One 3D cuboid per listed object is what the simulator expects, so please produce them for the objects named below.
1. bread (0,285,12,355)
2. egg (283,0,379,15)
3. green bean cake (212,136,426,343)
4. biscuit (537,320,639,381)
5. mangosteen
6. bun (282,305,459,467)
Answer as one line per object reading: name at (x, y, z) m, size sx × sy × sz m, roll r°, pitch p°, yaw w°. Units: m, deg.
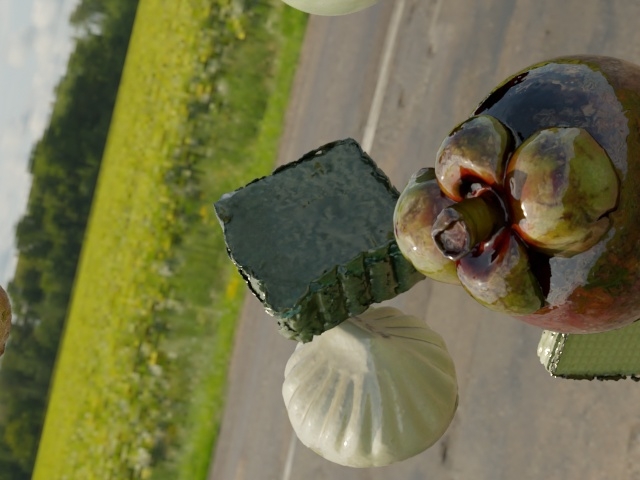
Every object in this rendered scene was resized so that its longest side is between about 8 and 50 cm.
bread at (-0.568, 0.133, 1.763) m, size 0.312 × 0.172 × 0.312 m, roll -52°, pitch -14°, yaw -19°
egg at (0.011, -0.259, 1.032) m, size 0.209 × 0.151 × 0.151 m, roll 166°, pitch 117°, yaw -78°
green bean cake at (0.000, 0.000, 1.801) m, size 0.241 × 0.255 × 0.132 m, roll 53°, pitch 166°, yaw 36°
biscuit at (0.310, 0.047, 1.059) m, size 0.046 × 0.250 × 0.147 m, roll -114°, pitch 29°, yaw -54°
mangosteen at (0.138, -0.024, 0.766) m, size 0.200 × 0.199 × 0.200 m, roll -167°, pitch 90°, yaw -80°
bun at (0.064, 0.179, 1.824) m, size 0.175 × 0.263 × 0.263 m, roll 77°, pitch -167°, yaw -47°
